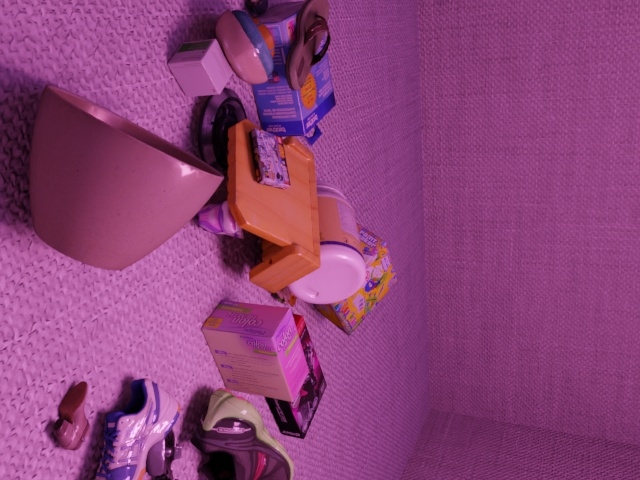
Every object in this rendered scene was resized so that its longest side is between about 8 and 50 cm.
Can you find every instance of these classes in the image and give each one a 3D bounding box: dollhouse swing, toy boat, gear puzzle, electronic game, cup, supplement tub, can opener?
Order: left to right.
[{"bbox_3d":[-0.373,-0.089,1.080,0.237,0.331,0.331,-61,156,5],"label":"cup"},{"bbox_3d":[-0.380,0.578,1.420,0.095,0.076,0.284,7,87,-34],"label":"can opener"},{"bbox_3d":[-0.252,-0.279,1.584,0.229,0.048,0.229,9,90,-71],"label":"electronic game"},{"bbox_3d":[-0.198,-0.537,1.477,0.318,0.148,0.267,61,-1,-28],"label":"toy boat"},{"bbox_3d":[-0.175,-0.089,1.593,0.304,0.315,0.347,15,59,-35],"label":"dollhouse swing"},{"bbox_3d":[-0.133,0.102,1.920,0.339,0.044,0.176,63,28,-55],"label":"gear puzzle"},{"bbox_3d":[0.000,0.000,1.857,0.241,0.240,0.331,67,10,-45],"label":"supplement tub"}]

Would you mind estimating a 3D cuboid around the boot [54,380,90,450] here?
[{"bbox_3d":[-0.474,0.347,1.191,0.087,0.042,0.118,75,30,-48],"label":"boot"}]

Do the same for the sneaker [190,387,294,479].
[{"bbox_3d":[-0.224,0.591,1.672,0.202,0.185,0.483,-50,137,-26],"label":"sneaker"}]

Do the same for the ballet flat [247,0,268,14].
[{"bbox_3d":[-0.173,-0.731,1.678,0.074,0.074,0.203,-12,107,-65],"label":"ballet flat"}]

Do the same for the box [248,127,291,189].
[{"bbox_3d":[-0.123,-0.196,1.475,0.094,0.027,0.137,9,64,-48],"label":"box"}]

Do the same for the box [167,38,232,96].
[{"bbox_3d":[-0.282,-0.405,1.434,0.102,0.101,0.087,63,38,-46],"label":"box"}]

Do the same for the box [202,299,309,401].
[{"bbox_3d":[-0.170,0.297,1.647,0.117,0.213,0.243,-58,143,-46],"label":"box"}]

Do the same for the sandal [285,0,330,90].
[{"bbox_3d":[-0.017,-0.538,1.672,0.120,0.086,0.303,50,49,-56],"label":"sandal"}]

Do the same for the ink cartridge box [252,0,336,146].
[{"bbox_3d":[-0.081,-0.485,1.826,0.270,0.151,0.396,-55,143,-49],"label":"ink cartridge box"}]

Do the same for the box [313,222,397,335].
[{"bbox_3d":[0.101,0.132,2.126,0.279,0.177,0.290,-46,149,-14],"label":"box"}]

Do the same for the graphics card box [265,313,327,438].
[{"bbox_3d":[-0.093,0.444,1.992,0.233,0.094,0.371,-62,147,-44],"label":"graphics card box"}]

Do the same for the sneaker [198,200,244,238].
[{"bbox_3d":[-0.254,-0.053,1.567,0.236,0.104,0.095,53,31,-84],"label":"sneaker"}]

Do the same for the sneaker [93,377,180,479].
[{"bbox_3d":[-0.420,0.425,1.272,0.131,0.111,0.296,56,39,-28],"label":"sneaker"}]
